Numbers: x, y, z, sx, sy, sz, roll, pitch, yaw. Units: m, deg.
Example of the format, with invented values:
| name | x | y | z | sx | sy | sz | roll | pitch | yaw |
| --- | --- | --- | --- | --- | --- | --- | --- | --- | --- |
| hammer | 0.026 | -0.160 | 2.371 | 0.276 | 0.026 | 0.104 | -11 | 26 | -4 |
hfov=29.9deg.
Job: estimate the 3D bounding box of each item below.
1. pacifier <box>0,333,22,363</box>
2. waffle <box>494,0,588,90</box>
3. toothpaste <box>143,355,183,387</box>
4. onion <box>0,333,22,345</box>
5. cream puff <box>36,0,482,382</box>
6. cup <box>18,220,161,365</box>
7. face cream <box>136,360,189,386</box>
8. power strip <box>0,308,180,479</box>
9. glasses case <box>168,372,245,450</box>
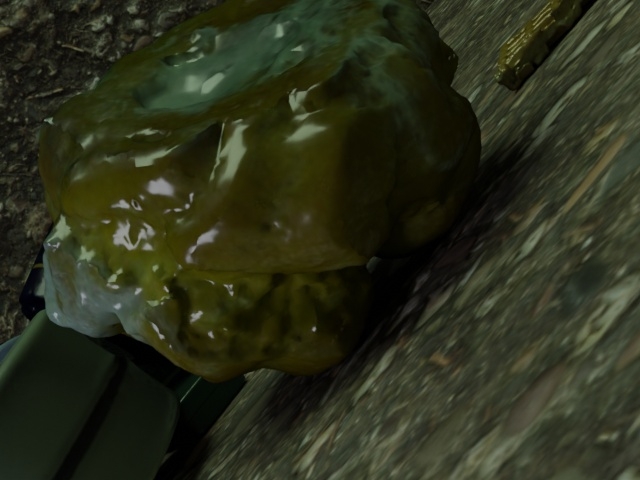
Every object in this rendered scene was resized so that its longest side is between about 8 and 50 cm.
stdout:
| name | x | y | z | sx | sy | sz | roll | pitch | yaw |
| --- | --- | --- | --- | --- | --- | --- | --- | --- | --- |
| pacifier | -0.412 | 0.224 | 1.653 | 0.244 | 0.233 | 0.299 | -46 | -38 | -30 |
| waffle | 0.245 | -0.232 | 1.159 | 0.191 | 0.032 | 0.125 | -46 | 5 | 24 |
| toothpaste | -0.192 | 0.165 | 1.297 | 0.197 | 0.035 | 0.057 | -47 | 21 | -15 |
| onion | -0.467 | 0.267 | 1.892 | 0.276 | 0.276 | 0.276 | -47 | 6 | 7 |
| cream puff | -0.038 | -0.032 | 0.958 | 0.378 | 0.275 | 0.378 | -20 | 29 | 12 |
| cup | -0.182 | -0.010 | 1.272 | 0.255 | 0.178 | 0.256 | -8 | 58 | 56 |
| face cream | -0.205 | 0.181 | 1.369 | 0.385 | 0.086 | 0.135 | -63 | 13 | -19 |
| power strip | -0.274 | 0.231 | 1.082 | 0.357 | 0.161 | 0.357 | -53 | 10 | 13 |
| glasses case | -0.140 | 0.173 | 1.235 | 0.078 | 0.039 | 0.184 | -50 | 7 | -28 |
